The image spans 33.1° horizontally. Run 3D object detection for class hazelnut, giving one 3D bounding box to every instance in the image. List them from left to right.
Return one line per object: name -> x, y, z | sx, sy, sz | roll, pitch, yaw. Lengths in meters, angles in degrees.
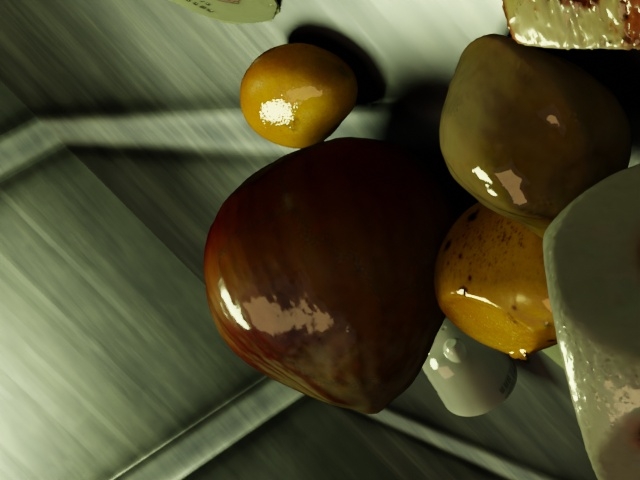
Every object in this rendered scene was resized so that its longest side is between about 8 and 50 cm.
hazelnut -> 0.011, 0.048, 1.454 | 0.359, 0.359, 0.409 | 39, 161, 13

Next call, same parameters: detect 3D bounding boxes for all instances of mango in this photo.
mango -> -0.026, -0.196, 1.437 | 0.145, 0.112, 0.219 | 49, 151, -16
mango -> 0.243, 0.027, 1.208 | 0.160, 0.191, 0.290 | 41, 169, -16

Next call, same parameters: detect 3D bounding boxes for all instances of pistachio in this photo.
pistachio -> 0.194, -0.110, 1.069 | 0.260, 0.163, 0.212 | -141, 32, -62

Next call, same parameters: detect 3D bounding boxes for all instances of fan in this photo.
fan -> -0.096, -0.323, 1.341 | 0.182, 0.010, 0.310 | 19, 166, -33

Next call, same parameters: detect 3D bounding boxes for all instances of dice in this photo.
dice -> 0.340, 0.087, 0.906 | 0.259, 0.243, 0.251 | -12, 137, 18

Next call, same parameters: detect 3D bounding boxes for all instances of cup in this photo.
cup -> 0.233, 0.174, 1.751 | 0.134, 0.173, 0.142 | -12, 128, 32

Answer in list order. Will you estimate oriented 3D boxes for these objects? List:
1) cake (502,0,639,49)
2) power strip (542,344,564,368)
cake -> 0.157, -0.237, 0.707 | 0.262, 0.159, 0.158 | 35, 169, -31
power strip -> 0.354, 0.128, 1.443 | 0.093, 0.053, 0.288 | 40, 162, 9
